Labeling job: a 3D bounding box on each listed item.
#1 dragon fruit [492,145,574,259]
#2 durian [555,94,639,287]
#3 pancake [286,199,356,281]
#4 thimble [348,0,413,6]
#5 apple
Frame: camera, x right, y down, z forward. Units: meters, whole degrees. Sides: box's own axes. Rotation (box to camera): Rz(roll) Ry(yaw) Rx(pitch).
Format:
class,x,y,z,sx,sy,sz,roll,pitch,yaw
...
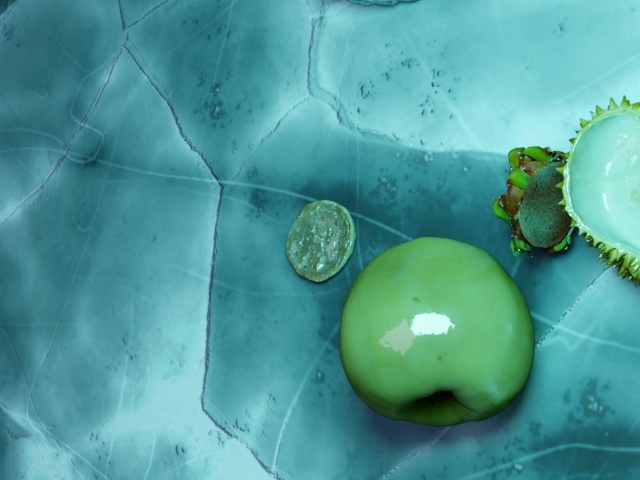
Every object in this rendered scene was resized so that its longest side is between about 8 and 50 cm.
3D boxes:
class,x,y,z,sx,sy,sz,roll,pitch,yaw
dragon fruit,0.300,-0.061,1.564,0.142,0.138,0.175,-16,31,-2
durian,0.388,-0.054,1.465,0.139,0.144,0.252,0,77,36
pancake,0.000,0.000,1.846,0.139,0.022,0.140,-9,75,37
thimble,0.099,-0.475,1.746,0.236,0.205,0.172,-10,73,34
apple,0.157,0.129,1.555,0.262,0.262,0.263,-9,75,38
